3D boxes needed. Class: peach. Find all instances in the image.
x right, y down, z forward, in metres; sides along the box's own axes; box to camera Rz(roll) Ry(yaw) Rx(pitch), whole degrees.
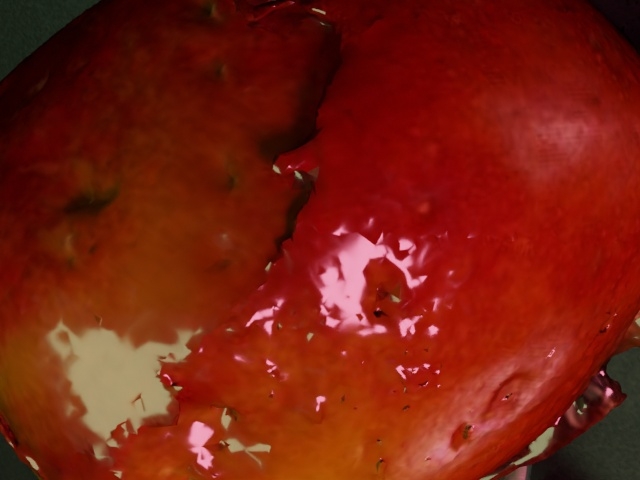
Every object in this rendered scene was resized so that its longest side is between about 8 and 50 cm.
[{"bbox_3d":[0.000,0.000,0.751,0.339,0.416,0.353,61,168,11],"label":"peach"}]

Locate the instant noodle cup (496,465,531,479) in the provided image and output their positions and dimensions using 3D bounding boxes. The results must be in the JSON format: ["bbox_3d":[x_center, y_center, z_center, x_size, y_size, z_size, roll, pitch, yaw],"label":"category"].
[{"bbox_3d":[0.030,0.178,1.005,0.251,0.251,0.190,46,134,5],"label":"instant noodle cup"}]
